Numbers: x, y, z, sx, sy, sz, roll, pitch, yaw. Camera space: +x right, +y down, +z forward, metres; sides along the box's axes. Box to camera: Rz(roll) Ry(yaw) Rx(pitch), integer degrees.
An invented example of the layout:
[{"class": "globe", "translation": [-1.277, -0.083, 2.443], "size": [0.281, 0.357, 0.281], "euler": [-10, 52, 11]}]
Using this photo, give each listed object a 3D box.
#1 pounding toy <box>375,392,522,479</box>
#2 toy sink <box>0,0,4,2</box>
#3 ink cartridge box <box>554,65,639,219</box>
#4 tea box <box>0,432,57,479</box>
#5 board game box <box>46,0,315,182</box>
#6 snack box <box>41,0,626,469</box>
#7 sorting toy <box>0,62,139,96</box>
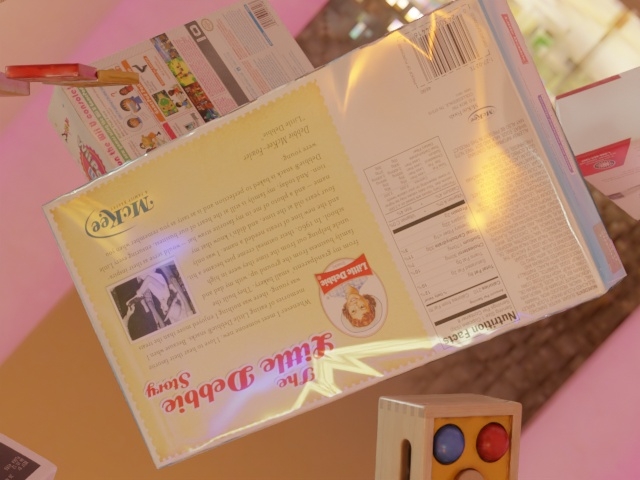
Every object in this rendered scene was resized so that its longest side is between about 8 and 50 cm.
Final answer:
[{"class": "pounding toy", "translation": [0.129, 0.213, 1.448], "size": [0.130, 0.141, 0.100], "euler": [2, -179, -33]}, {"class": "toy sink", "translation": [-0.130, -0.260, 0.806], "size": [0.131, 0.153, 0.234], "euler": [44, 144, 4]}, {"class": "ink cartridge box", "translation": [0.271, -0.080, 1.302], "size": [0.150, 0.109, 0.063], "euler": [28, -131, -53]}, {"class": "tea box", "translation": [-0.528, 0.413, 1.973], "size": [0.220, 0.323, 0.329], "euler": [27, -158, 9]}, {"class": "board game box", "translation": [-0.145, -0.144, 1.980], "size": [0.224, 0.303, 0.097], "euler": [57, 152, 14]}, {"class": "snack box", "translation": [0.000, 0.000, 0.986], "size": [0.187, 0.322, 0.060], "euler": [67, -156, 0]}, {"class": "sorting toy", "translation": [-0.258, -0.084, 1.041], "size": [0.275, 0.046, 0.132], "euler": [-2, -178, 4]}]
